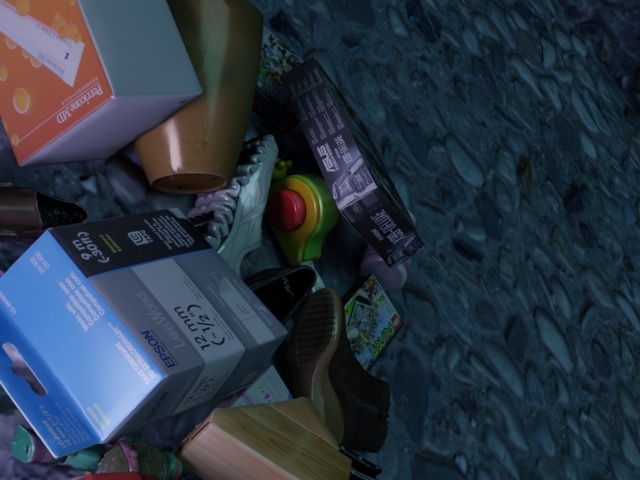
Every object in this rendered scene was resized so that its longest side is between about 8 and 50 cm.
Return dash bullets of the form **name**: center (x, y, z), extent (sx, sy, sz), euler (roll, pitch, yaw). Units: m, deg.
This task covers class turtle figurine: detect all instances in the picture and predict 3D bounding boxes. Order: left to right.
- **turtle figurine**: center (-0.250, 0.278, 1.217), extent (0.234, 0.118, 0.175), euler (9, 62, -43)

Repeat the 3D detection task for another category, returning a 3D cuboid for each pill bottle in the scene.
- **pill bottle**: center (0.129, 0.013, 1.877), extent (0.087, 0.087, 0.160), euler (46, 39, -23)

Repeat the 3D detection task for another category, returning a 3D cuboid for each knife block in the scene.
- **knife block**: center (-0.024, 0.327, 1.318), extent (0.276, 0.088, 0.242), euler (4, 47, -51)

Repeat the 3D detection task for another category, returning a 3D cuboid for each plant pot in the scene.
- **plant pot**: center (-0.198, -0.204, 1.508), extent (0.237, 0.237, 0.254), euler (11, 72, -48)

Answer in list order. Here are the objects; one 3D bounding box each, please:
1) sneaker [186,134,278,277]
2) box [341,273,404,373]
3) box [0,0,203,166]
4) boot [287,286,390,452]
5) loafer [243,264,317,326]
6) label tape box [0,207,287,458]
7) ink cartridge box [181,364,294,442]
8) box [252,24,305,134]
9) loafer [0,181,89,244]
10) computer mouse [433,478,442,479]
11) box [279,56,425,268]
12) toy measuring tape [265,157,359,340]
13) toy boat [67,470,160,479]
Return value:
- **sneaker**: center (-0.131, -0.049, 1.584), extent (0.118, 0.110, 0.292), euler (51, 45, -29)
- **box**: center (0.066, 0.153, 1.753), extent (0.114, 0.036, 0.207), euler (57, 36, -10)
- **box**: center (-0.340, -0.302, 1.371), extent (0.168, 0.215, 0.345), euler (-14, 80, -54)
- **boot**: center (0.039, 0.211, 1.616), extent (0.207, 0.090, 0.248), euler (20, 74, -51)
- **loafer**: center (-0.106, 0.110, 1.510), extent (0.109, 0.095, 0.302), euler (59, 36, -7)
- **label tape box**: center (-0.242, 0.097, 1.264), extent (0.249, 0.115, 0.348), euler (47, 29, 19)
- **ink cartridge box**: center (-0.104, 0.270, 1.442), extent (0.104, 0.061, 0.181), euler (58, 36, -7)
- **box**: center (-0.121, -0.316, 1.802), extent (0.233, 0.044, 0.159), euler (37, 43, -32)
- **loafer**: center (-0.383, -0.042, 1.270), extent (0.220, 0.078, 0.080), euler (5, 65, -50)
- **computer mouse**: center (0.195, 0.493, 1.699), extent (0.106, 0.042, 0.193), euler (17, 56, -47)
- **box**: center (0.056, -0.132, 1.754), extent (0.242, 0.076, 0.307), euler (44, 19, -56)
- **toy measuring tape**: center (0.000, 0.000, 1.668), extent (0.121, 0.121, 0.330), euler (-10, 68, -54)
- **toy boat**: center (-0.221, 0.373, 1.095), extent (0.151, 0.151, 0.231), euler (2, 101, -29)
